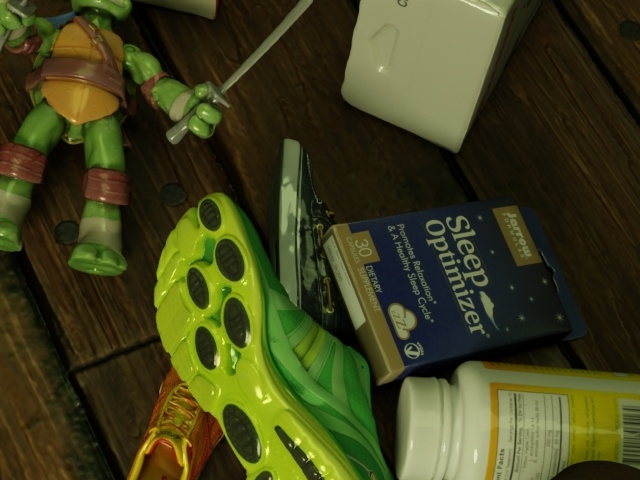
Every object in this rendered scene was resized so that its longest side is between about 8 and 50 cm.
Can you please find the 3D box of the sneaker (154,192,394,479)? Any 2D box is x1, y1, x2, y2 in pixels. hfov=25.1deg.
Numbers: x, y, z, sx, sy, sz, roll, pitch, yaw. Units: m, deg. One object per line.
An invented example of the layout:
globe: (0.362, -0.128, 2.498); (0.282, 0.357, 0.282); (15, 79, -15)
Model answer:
sneaker: (-0.036, 0.103, 1.146); (0.123, 0.109, 0.295); (-14, 77, -61)

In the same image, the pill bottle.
pill bottle: (0.171, 0.158, 1.147); (0.215, 0.117, 0.117); (5, 60, -5)

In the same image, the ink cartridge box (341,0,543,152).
ink cartridge box: (0.152, -0.268, 1.321); (0.131, 0.226, 0.306); (25, 62, 8)

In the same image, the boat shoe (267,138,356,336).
boat shoe: (0.000, 0.000, 1.246); (0.083, 0.065, 0.183); (4, 67, -12)

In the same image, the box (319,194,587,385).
box: (0.123, 0.035, 1.222); (0.225, 0.036, 0.136); (-10, 67, -30)

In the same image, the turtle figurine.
turtle figurine: (-0.188, -0.119, 1.185); (0.275, 0.198, 0.266); (0, 73, 39)

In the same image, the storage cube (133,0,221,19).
storage cube: (-0.161, -0.350, 1.333); (0.184, 0.215, 0.193); (12, 66, -2)

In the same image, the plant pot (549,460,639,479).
plant pot: (0.173, 0.268, 0.980); (0.215, 0.215, 0.230); (27, 48, 7)

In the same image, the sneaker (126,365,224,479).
sneaker: (-0.109, 0.153, 1.139); (0.064, 0.067, 0.175); (14, 58, 2)
